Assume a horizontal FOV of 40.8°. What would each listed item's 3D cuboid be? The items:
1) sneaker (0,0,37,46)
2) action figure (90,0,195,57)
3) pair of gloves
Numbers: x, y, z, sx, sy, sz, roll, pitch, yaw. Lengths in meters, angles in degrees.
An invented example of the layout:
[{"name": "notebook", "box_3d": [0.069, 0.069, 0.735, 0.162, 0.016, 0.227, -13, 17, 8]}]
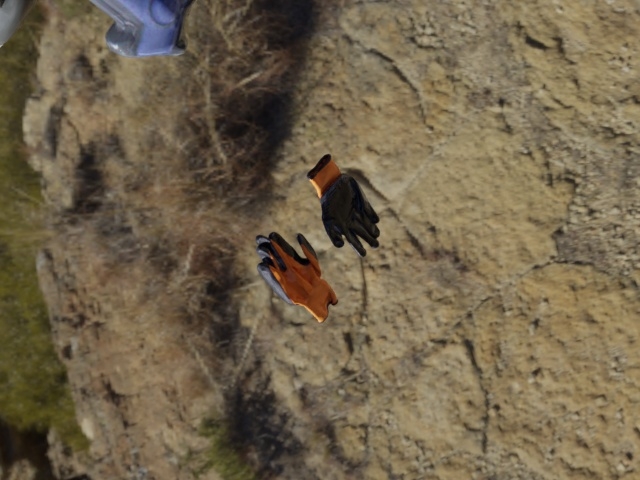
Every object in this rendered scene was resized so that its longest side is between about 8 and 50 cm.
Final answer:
[{"name": "sneaker", "box_3d": [-0.197, -0.139, 0.440, 0.234, 0.106, 0.078, 2, 136, 46]}, {"name": "action figure", "box_3d": [-0.093, -0.269, 0.325, 0.341, 0.330, 0.178, -64, 32, 16]}, {"name": "pair of gloves", "box_3d": [0.000, 0.000, 0.504, 0.010, 0.074, 0.083, 18, 65, 48]}]
